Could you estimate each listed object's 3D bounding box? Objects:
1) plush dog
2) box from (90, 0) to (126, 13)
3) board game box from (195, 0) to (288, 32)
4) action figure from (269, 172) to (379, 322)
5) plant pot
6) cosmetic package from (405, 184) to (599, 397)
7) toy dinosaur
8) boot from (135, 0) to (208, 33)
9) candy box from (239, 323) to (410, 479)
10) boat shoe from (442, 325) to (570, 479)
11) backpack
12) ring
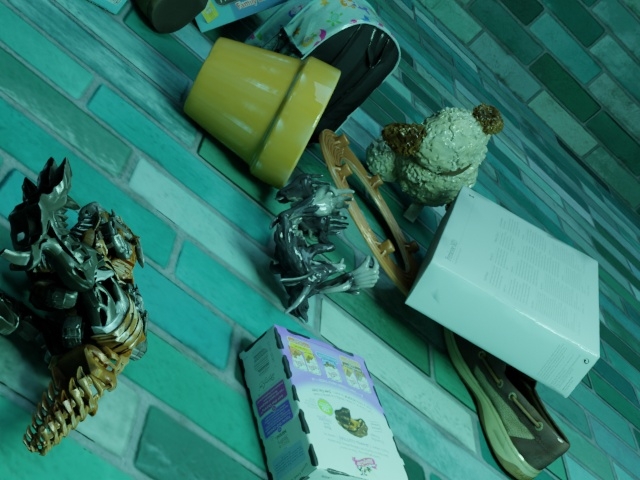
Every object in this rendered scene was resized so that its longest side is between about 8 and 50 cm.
[{"bbox_3d":[0.231,-0.163,1.743,0.225,0.262,0.211,84,-12,-63],"label":"plush dog"},{"bbox_3d":[-0.377,-0.476,1.482,0.100,0.060,0.244,20,36,-46],"label":"box"},{"bbox_3d":[-0.084,-0.507,1.770,0.336,0.253,0.079,-66,138,-64],"label":"board game box"},{"bbox_3d":[0.000,0.000,1.287,0.276,0.141,0.164,-89,165,-63],"label":"action figure"},{"bbox_3d":[-0.098,-0.210,1.409,0.188,0.205,0.205,27,27,-6],"label":"plant pot"},{"bbox_3d":[0.313,0.066,1.530,0.284,0.097,0.377,32,26,3],"label":"cosmetic package"},{"bbox_3d":[-0.226,0.053,0.855,0.218,0.164,0.322,52,-3,-32],"label":"toy dinosaur"},{"bbox_3d":[-0.183,-0.478,1.552,0.115,0.305,0.112,48,-11,31],"label":"boot"},{"bbox_3d":[0.005,0.212,1.076,0.165,0.070,0.196,26,31,-40],"label":"candy box"},{"bbox_3d":[0.304,0.216,1.500,0.123,0.123,0.342,29,30,-36],"label":"boat shoe"},{"bbox_3d":[0.003,-0.317,1.622,0.225,0.253,0.191,22,37,-53],"label":"backpack"},{"bbox_3d":[0.098,-0.046,1.558,0.336,0.032,0.336,55,13,-20],"label":"ring"}]
